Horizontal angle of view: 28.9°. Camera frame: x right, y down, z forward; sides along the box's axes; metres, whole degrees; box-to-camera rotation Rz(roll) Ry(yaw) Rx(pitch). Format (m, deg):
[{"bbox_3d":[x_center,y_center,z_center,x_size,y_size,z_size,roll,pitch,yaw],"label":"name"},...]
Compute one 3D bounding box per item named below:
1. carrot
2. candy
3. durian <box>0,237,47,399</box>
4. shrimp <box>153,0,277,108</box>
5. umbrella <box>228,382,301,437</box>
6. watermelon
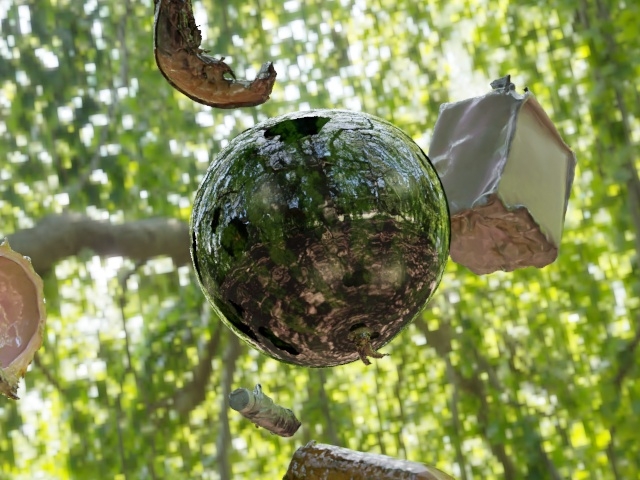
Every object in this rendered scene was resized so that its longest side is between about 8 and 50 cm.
[{"bbox_3d":[0.088,0.385,1.930,0.301,0.114,0.114,10,-2,31],"label":"carrot"},{"bbox_3d":[0.216,-0.075,1.529,0.137,0.195,0.185,-5,-32,36],"label":"candy"},{"bbox_3d":[-0.523,0.070,1.760,0.195,0.305,0.185,-9,31,33],"label":"durian"},{"bbox_3d":[-0.171,-0.308,1.956,0.222,0.054,0.290,18,-35,19],"label":"shrimp"},{"bbox_3d":[-0.080,0.233,1.707,0.046,0.050,0.188,-23,-25,12],"label":"umbrella"},{"bbox_3d":[-0.002,-0.004,1.246,0.268,0.269,0.269,-10,-14,-3],"label":"watermelon"}]
